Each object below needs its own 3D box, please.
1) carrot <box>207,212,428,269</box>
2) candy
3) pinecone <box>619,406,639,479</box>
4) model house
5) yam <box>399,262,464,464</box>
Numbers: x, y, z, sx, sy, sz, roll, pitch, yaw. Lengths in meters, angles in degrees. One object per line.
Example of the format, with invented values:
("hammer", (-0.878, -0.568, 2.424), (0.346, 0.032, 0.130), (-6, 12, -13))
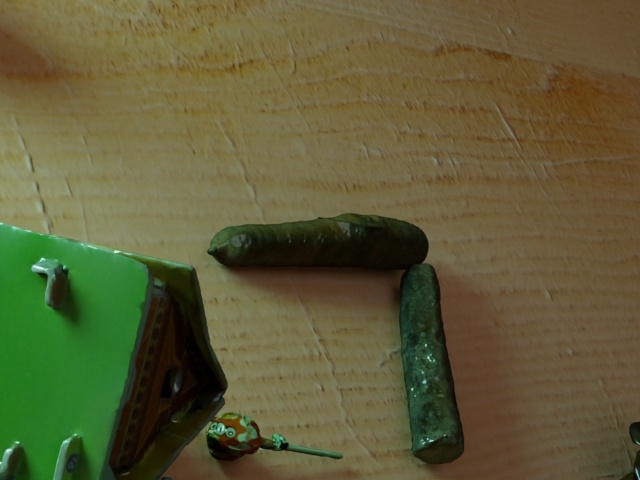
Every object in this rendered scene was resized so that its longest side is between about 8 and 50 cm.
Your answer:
("carrot", (-0.001, 0.001, 1.696), (0.342, 0.070, 0.070), (1, 55, -45))
("candy", (-0.040, 0.202, 1.469), (0.055, 0.049, 0.185), (16, -1, 45))
("pinecone", (0.549, 0.292, 1.758), (0.398, 0.398, 0.397), (29, 38, -25))
("model house", (-0.245, 0.155, 1.228), (0.300, 0.340, 0.323), (13, -2, 20))
("yam", (0.121, 0.135, 1.692), (0.061, 0.061, 0.274), (27, 38, -27))
